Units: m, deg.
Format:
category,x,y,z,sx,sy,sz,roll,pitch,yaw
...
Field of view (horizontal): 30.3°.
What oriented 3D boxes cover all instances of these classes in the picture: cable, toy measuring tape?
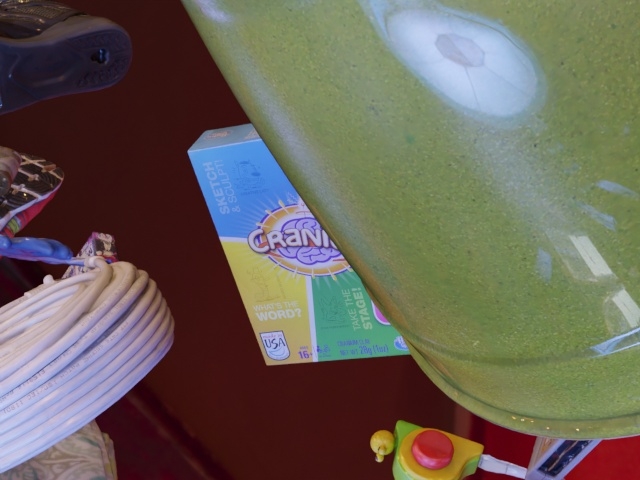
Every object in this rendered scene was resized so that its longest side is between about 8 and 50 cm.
category,x,y,z,sx,sy,sz,roll,pitch,yaw
cable,-0.246,0.110,1.006,0.257,0.089,0.257,-35,14,-22
toy measuring tape,0.235,0.390,1.938,0.330,0.121,0.121,18,55,7

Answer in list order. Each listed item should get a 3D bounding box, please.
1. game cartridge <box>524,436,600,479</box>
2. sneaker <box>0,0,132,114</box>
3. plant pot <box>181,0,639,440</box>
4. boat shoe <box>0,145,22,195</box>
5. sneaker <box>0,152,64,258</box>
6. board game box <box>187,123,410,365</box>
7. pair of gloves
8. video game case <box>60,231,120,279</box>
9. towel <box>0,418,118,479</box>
category,x,y,z,sx,sy,sz,roll,pitch,yaw
game cartridge,0.410,0.252,1.844,0.062,0.297,0.198,22,54,1
sneaker,-0.303,-0.175,1.100,0.227,0.087,0.130,-18,31,-34
plant pot,0.093,-0.132,0.640,0.366,0.353,0.366,-25,44,27
boat shoe,-0.375,-0.091,1.173,0.056,0.153,0.048,112,173,-46
sneaker,-0.471,-0.024,1.678,0.107,0.118,0.279,30,44,8
board game box,0.000,0.000,1.464,0.242,0.317,0.064,-8,26,24
pair of gloves,-0.336,0.009,1.365,0.159,0.198,0.023,6,84,17
video game case,-0.349,0.139,1.707,0.232,0.042,0.210,-49,43,33
towel,-0.374,0.258,1.235,0.090,0.374,0.320,-53,32,21
